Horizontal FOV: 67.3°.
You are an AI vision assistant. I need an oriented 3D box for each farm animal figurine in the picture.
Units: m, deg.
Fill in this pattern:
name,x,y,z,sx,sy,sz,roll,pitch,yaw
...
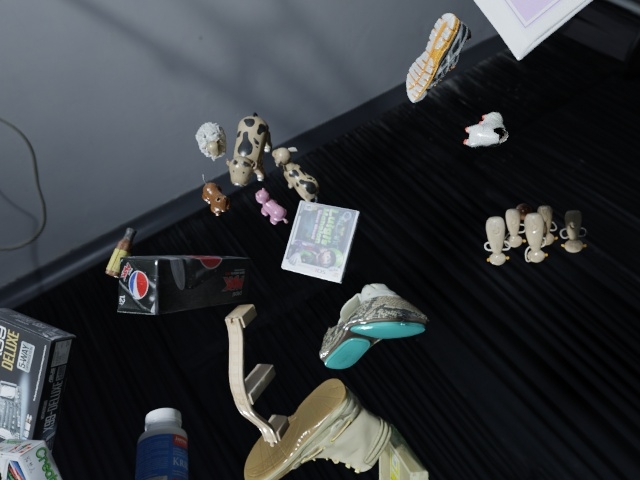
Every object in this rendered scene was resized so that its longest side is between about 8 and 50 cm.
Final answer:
name,x,y,z,sx,sy,sz,roll,pitch,yaw
farm animal figurine,-0.178,-0.212,1.338,0.329,0.327,0.172,-8,160,-3

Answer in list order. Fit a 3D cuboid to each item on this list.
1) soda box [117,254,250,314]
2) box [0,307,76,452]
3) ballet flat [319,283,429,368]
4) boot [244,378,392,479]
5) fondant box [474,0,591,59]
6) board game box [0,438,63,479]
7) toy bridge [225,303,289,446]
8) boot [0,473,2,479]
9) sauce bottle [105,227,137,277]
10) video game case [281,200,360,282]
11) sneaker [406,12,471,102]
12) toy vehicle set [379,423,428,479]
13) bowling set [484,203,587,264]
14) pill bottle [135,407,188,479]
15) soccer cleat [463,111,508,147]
name,x,y,z,sx,sy,sz,roll,pitch,yaw
soda box,-0.150,0.047,0.558,0.169,0.053,0.060,2,90,-66
box,-0.740,0.345,1.171,0.076,0.242,0.308,3,102,-71
ballet flat,0.129,0.228,1.382,0.163,0.182,0.483,14,148,-20
boot,0.001,0.411,0.944,0.262,0.095,0.203,-44,123,0
fondant box,0.206,-0.350,0.533,0.096,0.238,0.330,-35,-173,39
board game box,-0.521,0.526,0.911,0.192,0.306,0.053,-17,-174,38
toy bridge,-0.080,0.175,0.584,0.063,0.026,0.188,-44,126,-57
boot,-0.468,0.237,0.487,0.165,0.077,0.213,-36,107,-16
sauce bottle,-0.507,0.031,1.233,0.042,0.042,0.128,45,62,-58
video game case,0.000,0.000,1.259,0.022,0.173,0.191,35,69,-65
sneaker,0.282,-0.424,1.151,0.083,0.084,0.215,4,135,-31
toy vehicle set,0.175,0.528,1.045,0.035,0.166,0.267,0,179,-6
bowling set,0.669,-0.026,1.514,0.200,0.286,0.154,-39,123,-62
pill bottle,-0.390,0.537,1.187,0.124,0.222,0.124,-9,136,-8
soccer cleat,0.379,-0.237,1.060,0.196,0.076,0.068,-34,130,-49
